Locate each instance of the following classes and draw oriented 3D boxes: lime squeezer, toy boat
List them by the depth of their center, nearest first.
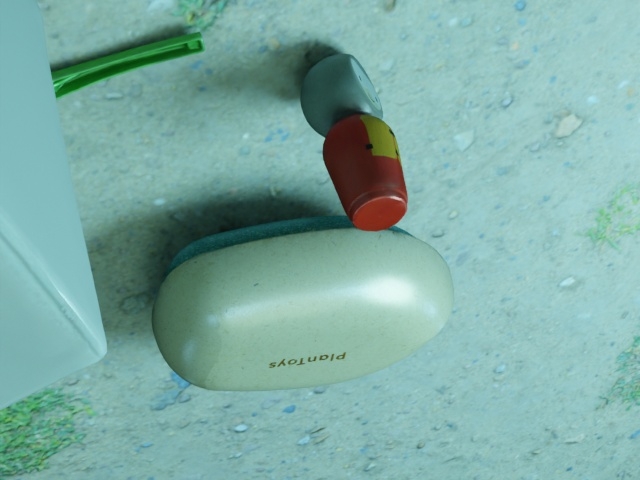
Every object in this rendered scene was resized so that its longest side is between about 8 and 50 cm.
[{"bbox_3d":[-0.222,-0.073,0.801,0.310,0.110,0.059,-44,130,-27],"label":"lime squeezer"},{"bbox_3d":[0.000,0.000,0.978,0.267,0.148,0.318,-2,143,-19],"label":"toy boat"}]

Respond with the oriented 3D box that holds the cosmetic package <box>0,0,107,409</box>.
[{"bbox_3d":[-0.360,-0.061,0.521,0.393,0.329,0.327,-27,131,3],"label":"cosmetic package"}]
